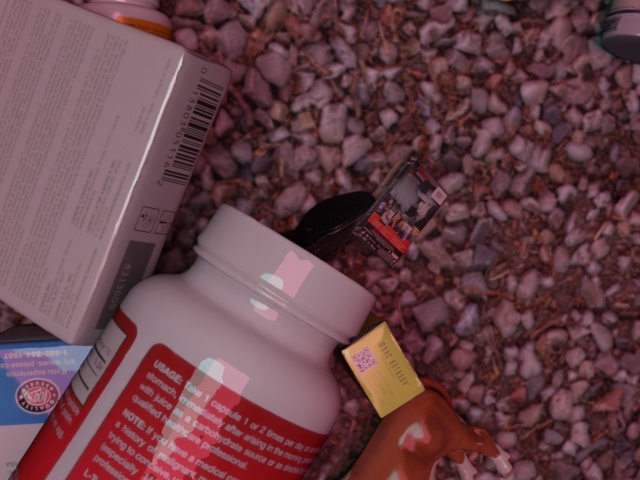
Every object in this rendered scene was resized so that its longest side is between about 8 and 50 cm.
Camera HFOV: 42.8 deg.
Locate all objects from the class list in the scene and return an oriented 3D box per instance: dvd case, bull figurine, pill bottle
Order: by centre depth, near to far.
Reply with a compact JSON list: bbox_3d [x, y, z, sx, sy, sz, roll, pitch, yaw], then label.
[{"bbox_3d":[-0.127,0.181,0.752,0.229,0.229,0.408,33,87,-6],"label":"pill bottle"},{"bbox_3d":[-0.232,-0.197,0.946,0.117,0.117,0.215,3,92,-6],"label":"pill bottle"},{"bbox_3d":[0.089,0.325,1.012,0.188,0.101,0.310,34,91,-10],"label":"bull figurine"},{"bbox_3d":[0.101,-0.034,1.018,0.119,0.013,0.087,-51,131,-1],"label":"dvd case"}]

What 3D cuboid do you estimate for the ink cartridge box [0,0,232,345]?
[{"bbox_3d":[-0.313,-0.106,0.882,0.385,0.091,0.308,26,98,27],"label":"ink cartridge box"}]

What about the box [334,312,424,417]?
[{"bbox_3d":[0.050,0.126,0.931,0.058,0.232,0.087,-31,96,-4],"label":"box"}]

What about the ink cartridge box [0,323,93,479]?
[{"bbox_3d":[-0.223,0.295,0.941,0.285,0.166,0.395,-2,92,-7],"label":"ink cartridge box"}]

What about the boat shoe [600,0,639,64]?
[{"bbox_3d":[0.548,-0.273,1.028,0.367,0.136,0.157,16,88,3],"label":"boat shoe"}]

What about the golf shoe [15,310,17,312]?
[{"bbox_3d":[-0.369,0.042,0.967,0.186,0.067,0.086,13,92,-6],"label":"golf shoe"}]

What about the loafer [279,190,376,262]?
[{"bbox_3d":[0.000,0.000,1.017,0.170,0.062,0.061,-33,134,-10],"label":"loafer"}]
